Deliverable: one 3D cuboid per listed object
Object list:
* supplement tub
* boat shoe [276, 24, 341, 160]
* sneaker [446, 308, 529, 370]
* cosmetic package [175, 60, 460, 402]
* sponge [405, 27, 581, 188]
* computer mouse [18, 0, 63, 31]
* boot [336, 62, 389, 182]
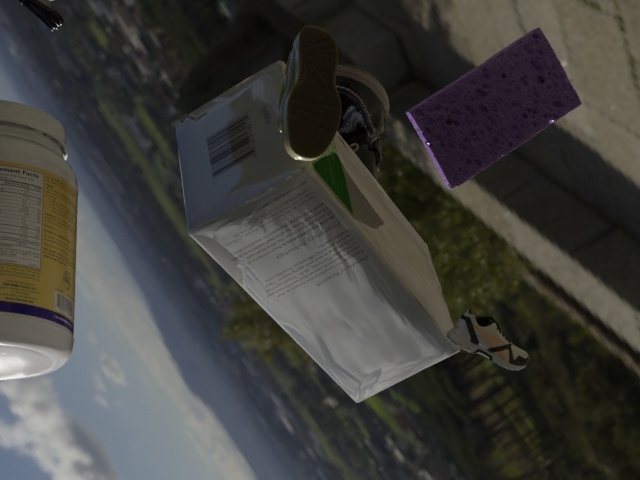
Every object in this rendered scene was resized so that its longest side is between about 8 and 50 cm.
[{"bbox_3d":[-0.447,0.003,1.607,0.241,0.240,0.332,80,-173,-70],"label":"supplement tub"},{"bbox_3d":[-0.015,-0.134,1.145,0.048,0.056,0.153,-46,36,51],"label":"boat shoe"},{"bbox_3d":[0.197,0.113,1.359,0.109,0.044,0.040,24,-167,-26],"label":"sneaker"},{"bbox_3d":[0.000,0.000,1.382,0.365,0.155,0.197,47,-160,-42],"label":"cosmetic package"},{"bbox_3d":[0.224,-0.171,1.554,0.117,0.210,0.031,58,173,-10],"label":"sponge"},{"bbox_3d":[-0.372,-0.341,1.566,0.106,0.042,0.193,41,155,-5],"label":"computer mouse"},{"bbox_3d":[0.017,-0.074,1.842,0.377,0.138,0.284,84,-164,-66],"label":"boot"}]
